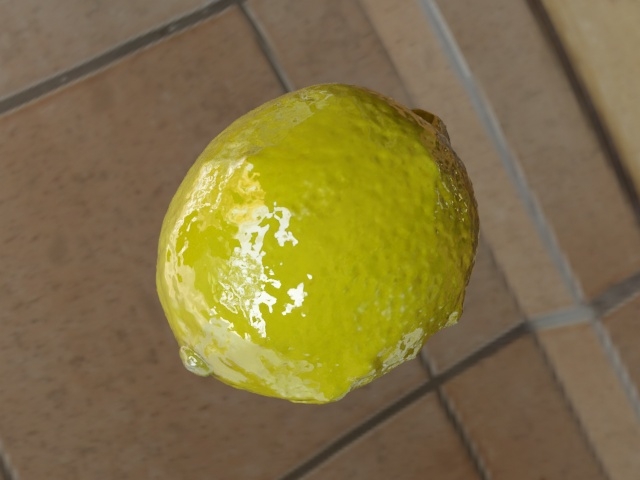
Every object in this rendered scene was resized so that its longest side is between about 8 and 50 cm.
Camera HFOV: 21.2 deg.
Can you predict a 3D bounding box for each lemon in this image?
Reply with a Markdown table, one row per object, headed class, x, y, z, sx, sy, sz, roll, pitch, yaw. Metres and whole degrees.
| class | x | y | z | sx | sy | sz | roll | pitch | yaw |
| --- | --- | --- | --- | --- | --- | --- | --- | --- | --- |
| lemon | 0.000 | 0.000 | 1.334 | 0.288 | 0.233 | 0.233 | -42 | 101 | -18 |
